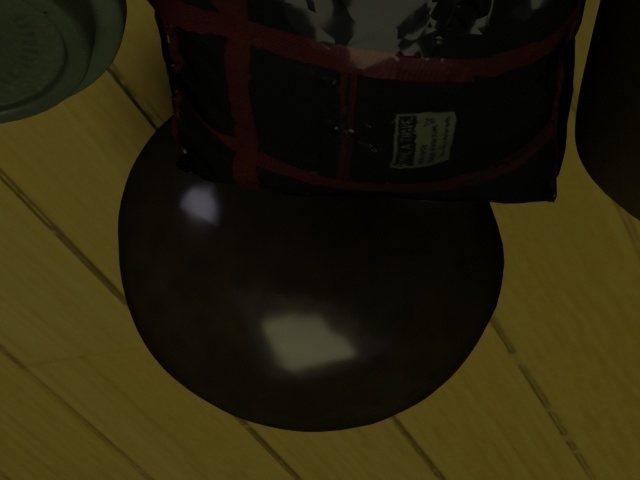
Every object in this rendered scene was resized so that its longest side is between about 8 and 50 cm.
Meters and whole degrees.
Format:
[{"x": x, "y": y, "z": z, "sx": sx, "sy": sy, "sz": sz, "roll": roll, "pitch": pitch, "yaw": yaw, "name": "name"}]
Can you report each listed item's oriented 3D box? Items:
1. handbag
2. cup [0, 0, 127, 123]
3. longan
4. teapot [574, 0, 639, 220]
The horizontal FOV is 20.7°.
[{"x": 0.015, "y": -0.104, "z": 0.644, "sx": 0.169, "sy": 0.155, "sz": 0.215, "roll": 7, "pitch": 152, "yaw": 5, "name": "handbag"}, {"x": -0.129, "y": -0.123, "z": 0.635, "sx": 0.120, "sy": 0.141, "sz": 0.120, "roll": -2, "pitch": 150, "yaw": -1, "name": "cup"}, {"x": 0.000, "y": 0.000, "z": 0.817, "sx": 0.185, "sy": 0.159, "sz": 0.204, "roll": 28, "pitch": 135, "yaw": -24, "name": "longan"}, {"x": 0.212, "y": -0.094, "z": 0.655, "sx": 0.267, "sy": 0.185, "sz": 0.175, "roll": -13, "pitch": 129, "yaw": -38, "name": "teapot"}]
